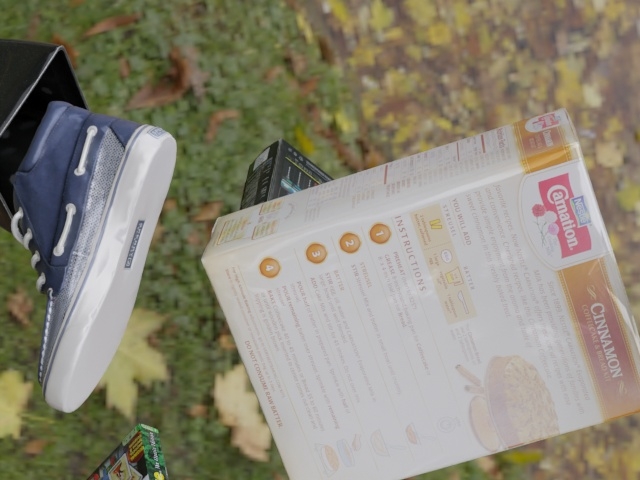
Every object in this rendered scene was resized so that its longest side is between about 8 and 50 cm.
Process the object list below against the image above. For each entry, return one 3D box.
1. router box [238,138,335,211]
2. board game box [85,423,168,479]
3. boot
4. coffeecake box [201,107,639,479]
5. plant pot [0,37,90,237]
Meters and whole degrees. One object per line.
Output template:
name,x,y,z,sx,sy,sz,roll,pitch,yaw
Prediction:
router box,0.000,0.000,1.042,0.122,0.038,0.092,37,34,-22
board game box,-0.241,0.316,1.523,0.030,0.259,0.136,27,26,-35
boot,-0.161,0.009,0.964,0.069,0.086,0.190,32,77,-76
coffeecake box,0.055,0.034,0.743,0.068,0.185,0.142,-80,151,-70
plant pot,-0.414,-0.146,1.878,0.188,0.167,0.187,-60,161,-24
